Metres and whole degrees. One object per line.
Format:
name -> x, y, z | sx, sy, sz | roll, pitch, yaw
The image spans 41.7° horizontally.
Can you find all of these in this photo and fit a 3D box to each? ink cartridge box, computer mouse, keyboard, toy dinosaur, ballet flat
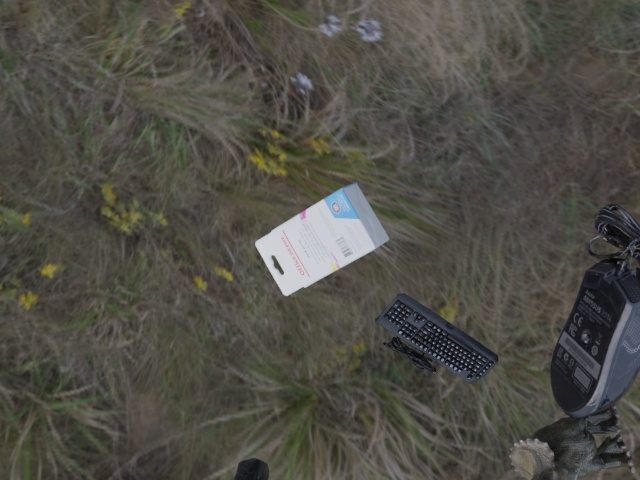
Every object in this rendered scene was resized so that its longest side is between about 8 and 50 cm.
ink cartridge box -> 0.000, 0.000, 1.299 | 0.181, 0.061, 0.104 | -30, 90, 28
computer mouse -> 0.378, 0.108, 1.062 | 0.072, 0.188, 0.272 | 7, 115, -19
keyboard -> 0.173, 0.168, 1.302 | 0.192, 0.038, 0.100 | 33, 122, -5
toy dinosaur -> 0.337, 0.287, 1.152 | 0.160, 0.313, 0.121 | -17, 81, 13
ballet flat -> -0.125, 0.378, 1.221 | 0.049, 0.173, 0.057 | -9, 105, 23
